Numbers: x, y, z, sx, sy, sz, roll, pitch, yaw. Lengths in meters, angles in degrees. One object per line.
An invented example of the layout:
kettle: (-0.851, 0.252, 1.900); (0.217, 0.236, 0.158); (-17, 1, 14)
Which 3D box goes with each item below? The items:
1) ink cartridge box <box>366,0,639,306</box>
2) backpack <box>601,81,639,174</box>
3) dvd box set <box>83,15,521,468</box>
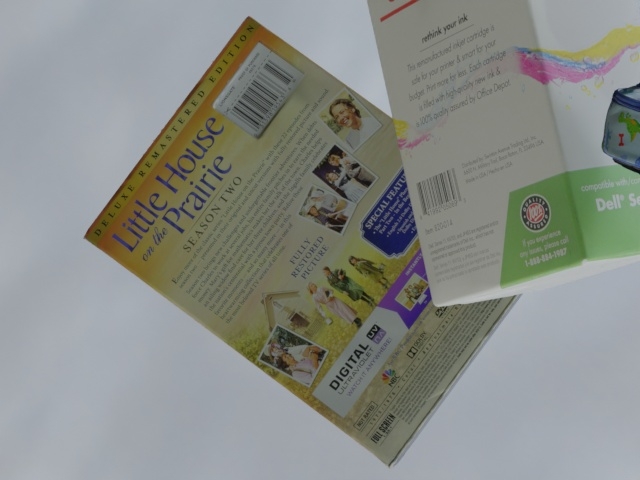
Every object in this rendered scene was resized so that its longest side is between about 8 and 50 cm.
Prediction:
ink cartridge box: (0.151, -0.141, 1.509); (0.207, 0.119, 0.353); (-21, -100, 57)
backpack: (0.250, -0.081, 1.319); (0.105, 0.114, 0.084); (19, -74, 23)
dvd box set: (0.000, 0.000, 2.063); (0.307, 0.420, 0.062); (-54, 171, -2)
